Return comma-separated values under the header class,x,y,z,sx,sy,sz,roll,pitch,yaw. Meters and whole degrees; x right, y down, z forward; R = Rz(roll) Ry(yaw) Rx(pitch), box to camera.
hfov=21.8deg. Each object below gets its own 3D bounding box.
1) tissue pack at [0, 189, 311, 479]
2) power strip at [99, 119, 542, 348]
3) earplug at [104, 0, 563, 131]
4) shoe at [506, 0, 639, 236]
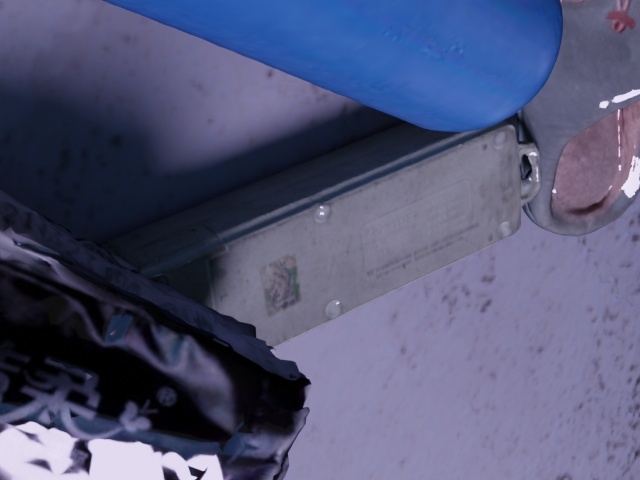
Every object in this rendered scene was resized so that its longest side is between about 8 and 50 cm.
class,x,y,z,sx,sy,sz,roll,pitch,yaw
tissue pack,-0.181,0.139,0.704,0.245,0.123,0.332,28,93,-22
power strip,0.000,-0.001,0.861,0.272,0.052,0.078,-24,123,-30
earplug,0.013,-0.128,0.768,0.273,0.132,0.132,22,95,-46
shoe,0.159,-0.105,0.908,0.103,0.100,0.251,-25,127,-30
